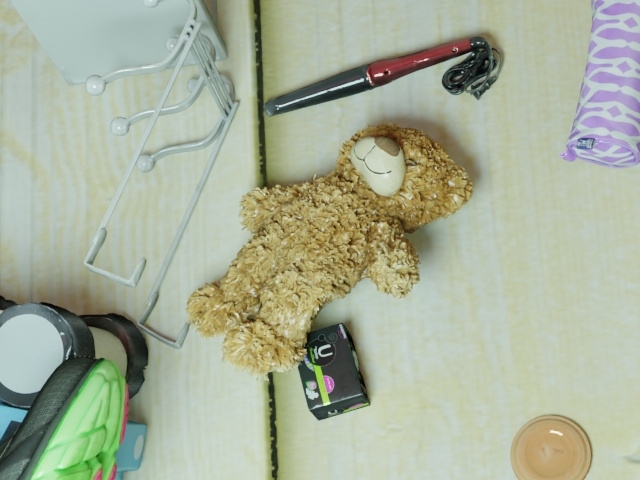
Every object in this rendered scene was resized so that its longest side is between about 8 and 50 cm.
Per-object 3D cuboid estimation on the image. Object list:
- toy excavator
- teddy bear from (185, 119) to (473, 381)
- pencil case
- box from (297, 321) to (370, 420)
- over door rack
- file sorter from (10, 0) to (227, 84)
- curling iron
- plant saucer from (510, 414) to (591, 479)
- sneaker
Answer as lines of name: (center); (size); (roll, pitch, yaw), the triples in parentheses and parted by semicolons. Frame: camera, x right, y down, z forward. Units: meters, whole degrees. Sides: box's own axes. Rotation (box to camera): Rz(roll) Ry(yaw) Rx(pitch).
toy excavator: (-0.288, 0.288, 1.824); (0.432, 0.222, 0.445); (10, 88, 14)
teddy bear: (0.000, 0.000, 1.865); (0.338, 0.113, 0.245); (-34, 35, 5)
pencil case: (0.318, -0.176, 1.904); (0.088, 0.086, 0.206); (0, 68, 40)
box: (0.011, 0.140, 1.871); (0.062, 0.052, 0.083); (-18, 68, 6)
over door rack: (-0.183, -0.076, 1.883); (0.108, 0.239, 0.324); (8, 73, 12)
file sorter: (-0.233, -0.323, 1.963); (0.192, 0.278, 0.173); (-8, 66, 9)
curling iron: (0.069, -0.176, 1.975); (0.274, 0.035, 0.068); (-9, 70, 8)
plant saucer: (0.237, 0.221, 1.818); (0.083, 0.013, 0.083); (-3, 71, 10)
sneaker: (-0.363, 0.280, 1.620); (0.202, 0.185, 0.483); (39, 79, 14)
